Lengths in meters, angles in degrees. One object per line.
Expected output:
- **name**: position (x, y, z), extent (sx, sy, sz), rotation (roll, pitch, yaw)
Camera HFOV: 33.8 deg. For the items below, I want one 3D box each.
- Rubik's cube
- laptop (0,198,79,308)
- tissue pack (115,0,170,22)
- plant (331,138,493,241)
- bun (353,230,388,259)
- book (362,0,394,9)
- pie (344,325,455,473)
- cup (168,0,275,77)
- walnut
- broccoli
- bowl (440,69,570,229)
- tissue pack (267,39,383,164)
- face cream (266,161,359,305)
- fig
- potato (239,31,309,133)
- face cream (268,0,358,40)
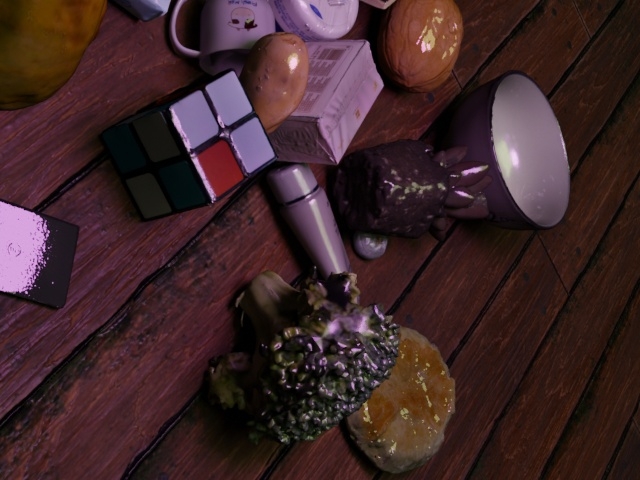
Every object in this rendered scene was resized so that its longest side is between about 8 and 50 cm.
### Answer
- **Rubik's cube**: position (-0.208, -0.150, 1.676), extent (0.180, 0.183, 0.167), rotation (-41, 109, -45)
- **laptop**: position (-0.441, 0.013, 1.512), extent (0.197, 0.016, 0.135), rotation (23, 65, -40)
- **tissue pack**: position (-0.343, -0.491, 1.681), extent (0.263, 0.089, 0.177), rotation (33, 60, -41)
- **plant**: position (0.188, -0.108, 2.061), extent (0.320, 0.194, 0.182), rotation (-6, 52, -42)
- **bun**: position (0.101, -0.001, 2.072), extent (0.083, 0.045, 0.083), rotation (15, 67, -40)
- **book**: position (0.116, -0.554, 2.158), extent (0.228, 0.160, 0.024), rotation (-48, 159, -41)
- **pie**: position (0.150, 0.302, 2.036), extent (0.306, 0.071, 0.306), rotation (17, 66, -42)
- **cup**: position (-0.163, -0.368, 1.835), extent (0.134, 0.173, 0.142), rotation (45, 41, -72)
- **walnut**: position (0.205, -0.417, 2.183), extent (0.193, 0.193, 0.226), rotation (36, 56, -36)
- **broccoli**: position (-0.017, 0.163, 1.766), extent (0.281, 0.293, 0.348), rotation (42, 28, 17)
- **bowl**: position (0.384, -0.179, 2.301), extent (0.354, 0.185, 0.354), rotation (20, 64, -49)
- **tissue pack**: position (-0.020, -0.250, 1.889), extent (0.225, 0.185, 0.124), rotation (-61, 142, -36)
- **face cream**: position (0.000, 0.000, 1.934), extent (0.143, 0.089, 0.314), rotation (-88, 154, -70)
- **fig**: position (-0.450, -0.342, 1.377), extent (0.343, 0.343, 0.343), rotation (13, 71, -45)
- **potato**: position (-0.079, -0.258, 1.730), extent (0.109, 0.118, 0.178), rotation (19, 103, -11)
- **face cream**: position (-0.023, -0.470, 2.002), extent (0.206, 0.111, 0.206), rotation (11, 75, -45)
